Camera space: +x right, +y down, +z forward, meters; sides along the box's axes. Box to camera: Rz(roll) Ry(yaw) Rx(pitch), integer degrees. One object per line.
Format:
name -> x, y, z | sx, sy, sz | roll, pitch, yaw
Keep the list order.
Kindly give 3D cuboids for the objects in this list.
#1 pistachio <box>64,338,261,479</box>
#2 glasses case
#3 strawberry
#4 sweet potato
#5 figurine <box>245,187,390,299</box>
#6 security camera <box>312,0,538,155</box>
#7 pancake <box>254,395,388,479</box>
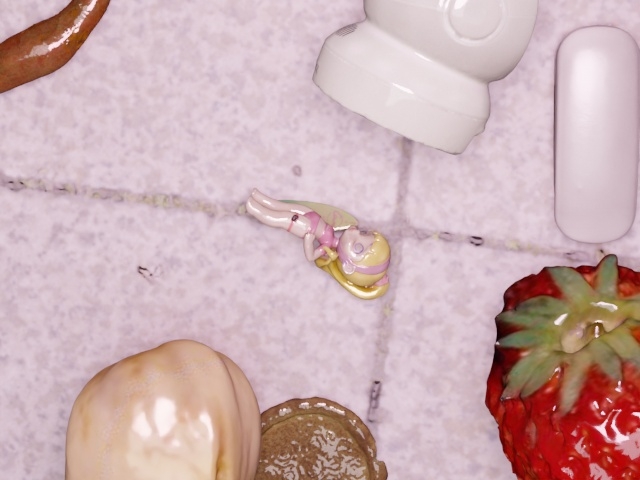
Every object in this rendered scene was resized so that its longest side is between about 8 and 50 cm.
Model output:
pistachio -> -0.181, 0.253, 1.412 | 0.229, 0.238, 0.321 | 1, 120, -37
glasses case -> 0.295, -0.112, 1.359 | 0.092, 0.059, 0.233 | -2, 102, 5
strawberry -> 0.327, 0.194, 1.327 | 0.292, 0.292, 0.310 | -33, 123, 12
sweet potato -> -0.318, -0.216, 1.404 | 0.255, 0.058, 0.078 | -31, 77, 8
figurine -> 0.000, 0.000, 1.415 | 0.187, 0.083, 0.083 | 26, 104, -7
security camera -> 0.119, -0.227, 1.285 | 0.194, 0.194, 0.236 | 26, 104, 0
pancake -> -0.015, 0.279, 1.502 | 0.199, 0.021, 0.199 | 1, 104, 5
